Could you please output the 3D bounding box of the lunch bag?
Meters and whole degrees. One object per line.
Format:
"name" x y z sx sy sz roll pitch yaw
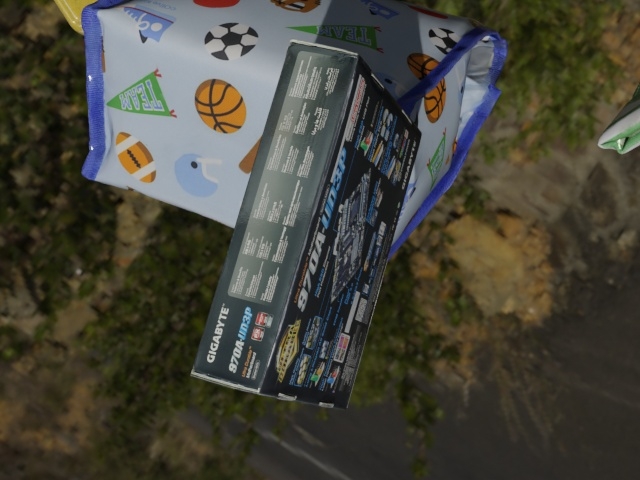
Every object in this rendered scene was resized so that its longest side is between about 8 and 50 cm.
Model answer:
"lunch bag" -0.007 -0.159 1.131 0.328 0.385 0.238 21 127 13

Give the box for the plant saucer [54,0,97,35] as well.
"plant saucer" -0.288 -0.410 1.452 0.333 0.081 0.332 -5 129 37

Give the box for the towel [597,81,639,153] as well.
"towel" 0.397 -0.241 1.059 0.038 0.324 0.248 34 160 -4

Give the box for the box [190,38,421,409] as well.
"box" 0.000 0.000 0.745 0.051 0.220 0.175 14 174 21
